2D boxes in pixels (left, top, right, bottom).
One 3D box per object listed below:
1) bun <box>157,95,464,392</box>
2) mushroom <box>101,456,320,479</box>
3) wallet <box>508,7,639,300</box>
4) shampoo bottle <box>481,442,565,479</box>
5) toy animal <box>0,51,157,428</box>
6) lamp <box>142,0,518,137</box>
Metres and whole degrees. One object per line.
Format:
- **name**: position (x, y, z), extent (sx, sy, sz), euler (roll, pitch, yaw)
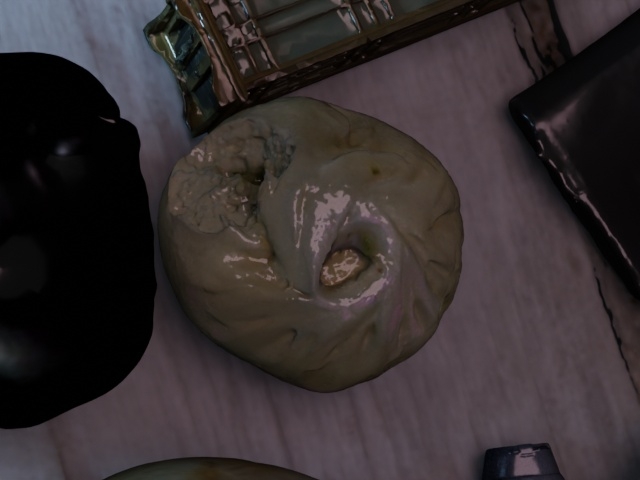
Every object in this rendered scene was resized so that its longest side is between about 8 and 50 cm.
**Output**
- **bun**: position (0.000, 0.000, 1.246), extent (0.193, 0.128, 0.178), euler (34, 85, -27)
- **mushroom**: position (-0.059, 0.280, 1.154), extent (0.292, 0.292, 0.290), euler (19, 104, -14)
- **wallet**: position (0.317, -0.114, 1.433), extent (0.377, 0.051, 0.197), euler (-36, 94, -19)
- **shampoo bottle**: position (0.143, 0.251, 1.309), extent (0.087, 0.049, 0.233), euler (-4, 82, -17)
- **toy animal**: position (-0.271, 0.010, 1.129), extent (0.310, 0.251, 0.251), euler (-14, 85, -27)
- **lamp**: position (0.049, -0.171, 1.333), extent (0.325, 0.089, 0.090), euler (-24, 86, -21)
